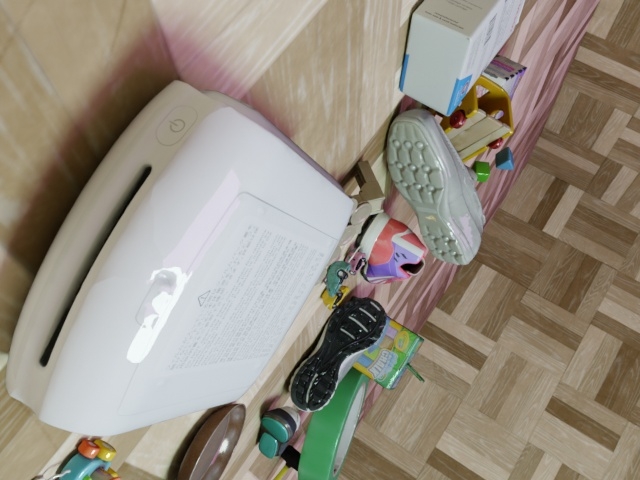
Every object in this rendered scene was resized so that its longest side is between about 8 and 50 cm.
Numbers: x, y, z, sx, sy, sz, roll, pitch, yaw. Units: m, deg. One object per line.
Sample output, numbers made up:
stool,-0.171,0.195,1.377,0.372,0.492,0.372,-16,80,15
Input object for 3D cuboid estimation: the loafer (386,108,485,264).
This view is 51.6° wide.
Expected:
loafer,0.194,-0.093,1.071,0.111,0.112,0.319,-55,139,-25

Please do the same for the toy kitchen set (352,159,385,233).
toy kitchen set,0.038,-0.057,0.939,0.083,0.075,0.068,-13,145,-10

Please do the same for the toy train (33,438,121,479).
toy train,-0.242,0.272,0.654,0.125,0.046,0.166,-43,157,-46

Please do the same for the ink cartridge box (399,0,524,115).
ink cartridge box,0.200,-0.295,0.896,0.203,0.086,0.148,-53,163,-25

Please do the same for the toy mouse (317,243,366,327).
toy mouse,0.040,0.052,1.136,0.161,0.031,0.143,-43,158,-44

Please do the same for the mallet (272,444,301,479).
mallet,-0.118,0.583,1.621,0.190,0.062,0.039,-44,162,1

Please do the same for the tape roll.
tape roll,0.037,0.450,1.628,0.321,0.077,0.321,16,90,-76

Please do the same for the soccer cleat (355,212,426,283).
soccer cleat,0.147,0.041,1.282,0.108,0.117,0.318,-57,164,-9

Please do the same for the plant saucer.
plant saucer,-0.162,0.311,0.967,0.168,0.029,0.168,22,90,-77

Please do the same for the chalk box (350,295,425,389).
chalk box,0.136,0.231,1.415,0.132,0.213,0.132,-58,164,-3

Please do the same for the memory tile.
memory tile,0.000,0.000,0.872,0.113,0.012,0.148,11,120,-54

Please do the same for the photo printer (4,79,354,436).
photo printer,-0.096,0.023,0.538,0.256,0.107,0.307,-60,163,2

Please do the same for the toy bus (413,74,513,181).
toy bus,0.219,-0.188,1.101,0.191,0.202,0.104,71,20,-61

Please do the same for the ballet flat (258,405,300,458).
ballet flat,-0.077,0.351,1.255,0.074,0.074,0.203,-48,167,-33

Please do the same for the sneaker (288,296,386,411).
sneaker,0.029,0.222,1.322,0.271,0.100,0.108,-49,174,-19

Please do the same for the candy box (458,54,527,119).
candy box,0.338,-0.283,1.362,0.196,0.070,0.164,-36,152,-55
